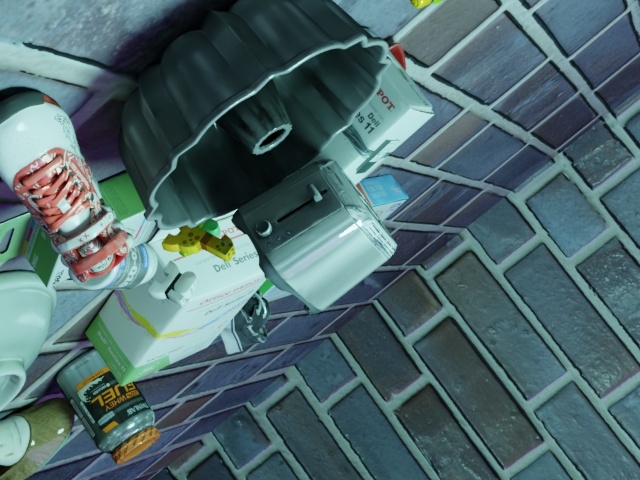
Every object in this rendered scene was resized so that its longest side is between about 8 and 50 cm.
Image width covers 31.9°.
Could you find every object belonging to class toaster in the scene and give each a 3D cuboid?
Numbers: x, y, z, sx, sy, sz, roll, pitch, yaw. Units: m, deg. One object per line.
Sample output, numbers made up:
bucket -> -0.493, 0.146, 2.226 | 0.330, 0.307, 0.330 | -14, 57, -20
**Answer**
toaster -> 0.001, -0.002, 1.409 | 0.146, 0.129, 0.227 | -35, 152, 5

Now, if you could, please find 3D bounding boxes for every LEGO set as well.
LEGO set -> -0.146, -0.007, 1.579 | 0.227, 0.093, 0.087 | -55, 159, -23

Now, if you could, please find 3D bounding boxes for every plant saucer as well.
plant saucer -> -0.507, 0.197, 1.484 | 0.400, 0.100, 0.400 | -34, 168, -8

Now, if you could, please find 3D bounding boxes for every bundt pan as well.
bundt pan -> -0.087, -0.159, 1.253 | 0.331, 0.124, 0.331 | -34, 168, -8

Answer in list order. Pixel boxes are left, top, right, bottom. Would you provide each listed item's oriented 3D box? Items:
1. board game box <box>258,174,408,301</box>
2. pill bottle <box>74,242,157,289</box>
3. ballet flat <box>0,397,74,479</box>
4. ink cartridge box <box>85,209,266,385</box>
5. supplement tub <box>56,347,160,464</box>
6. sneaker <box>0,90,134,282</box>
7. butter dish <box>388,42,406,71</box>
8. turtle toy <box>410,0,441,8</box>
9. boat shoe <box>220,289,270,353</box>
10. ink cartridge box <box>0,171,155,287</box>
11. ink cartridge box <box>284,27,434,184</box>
board game box -> 0.000, 0.000, 2.210 | 0.316, 0.064, 0.242 | -43, 166, 26
pill bottle -> -0.280, 0.029, 1.525 | 0.078, 0.078, 0.137 | -39, 168, 12
ballet flat -> -0.595, 0.392, 2.000 | 0.342, 0.116, 0.124 | -35, 149, 14
ink cartridge box -> -0.208, 0.074, 1.791 | 0.207, 0.119, 0.353 | -23, 161, -43
supplement tub -> -0.372, 0.292, 1.983 | 0.117, 0.190, 0.117 | -35, 168, -9
sneaker -> -0.261, -0.045, 1.152 | 0.090, 0.145, 0.270 | -34, 167, -11
butter dish -> 0.083, -0.187, 1.623 | 0.160, 0.118, 0.160 | -37, 167, 0
turtle toy -> 0.139, -0.331, 1.365 | 0.095, 0.066, 0.130 | -29, 166, -23
boat shoe -> -0.144, 0.127, 2.066 | 0.102, 0.108, 0.301 | -12, 152, -3
ink cartridge box -> -0.300, -0.007, 1.376 | 0.209, 0.062, 0.109 | -27, 165, -35
ink cartridge box -> 0.021, -0.160, 1.477 | 0.208, 0.153, 0.087 | -42, 165, 21
